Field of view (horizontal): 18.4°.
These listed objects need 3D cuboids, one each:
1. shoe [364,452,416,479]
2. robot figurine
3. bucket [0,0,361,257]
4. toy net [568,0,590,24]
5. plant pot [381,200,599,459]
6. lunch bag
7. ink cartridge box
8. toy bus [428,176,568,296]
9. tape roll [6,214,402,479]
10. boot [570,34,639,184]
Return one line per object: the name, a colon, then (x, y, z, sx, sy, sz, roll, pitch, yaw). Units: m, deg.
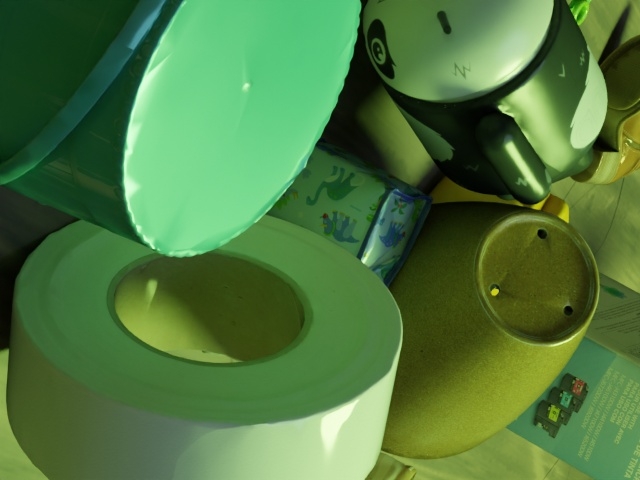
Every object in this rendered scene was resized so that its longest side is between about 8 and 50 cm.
shoe: (0.027, 0.326, 2.132, 0.219, 0.058, 0.076, -61, 174, 5)
robot figurine: (0.143, -0.148, 1.705, 0.173, 0.209, 0.278, -54, 142, -12)
bucket: (-0.116, -0.134, 1.287, 0.281, 0.183, 0.281, -41, 147, -35)
toy net: (0.186, -0.186, 1.940, 0.232, 0.045, 0.122, -53, 154, -15)
plant pot: (0.134, 0.058, 1.744, 0.237, 0.237, 0.254, -50, -174, -24)
lunch bag: (0.000, 0.000, 1.681, 0.096, 0.129, 0.151, 7, 110, -57)
ink cartridge box: (0.374, 0.182, 2.221, 0.270, 0.395, 0.151, -8, 122, -58)
toy bus: (0.116, 0.049, 1.961, 0.332, 0.108, 0.130, -49, 149, -24)
tape roll: (-0.086, 0.085, 1.439, 0.286, 0.286, 0.100, -31, 140, -46)
boot: (0.359, -0.153, 2.250, 0.152, 0.073, 0.197, -10, 136, -56)
